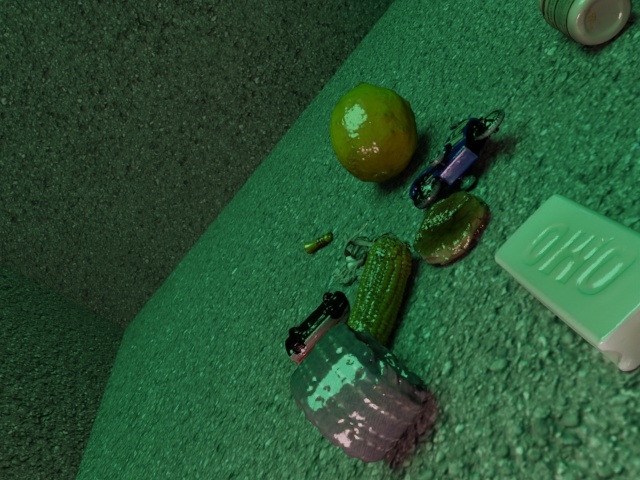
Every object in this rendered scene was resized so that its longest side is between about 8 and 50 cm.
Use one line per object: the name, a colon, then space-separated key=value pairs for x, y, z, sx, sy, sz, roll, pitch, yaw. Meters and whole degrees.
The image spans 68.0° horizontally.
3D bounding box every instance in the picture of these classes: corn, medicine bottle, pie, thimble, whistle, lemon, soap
corn: x=0.135 y=0.127 z=1.086 sx=0.115 sy=0.115 sz=0.318 roll=-18 pitch=47 yaw=54
medicine bottle: x=0.608 y=-0.554 z=1.116 sx=0.131 sy=0.131 sz=0.250 roll=-41 pitch=27 yaw=26
pie: x=0.297 y=-0.032 z=1.080 sx=0.195 sy=0.046 sz=0.195 roll=-40 pitch=27 yaw=26
thimble: x=0.070 y=0.271 z=0.882 sx=0.172 sy=0.205 sz=0.236 roll=-51 pitch=27 yaw=-1
whistle: x=0.001 y=0.005 z=1.610 sx=0.109 sy=0.057 sz=0.046 roll=-27 pitch=78 yaw=30
lemon: x=0.160 y=-0.328 z=1.447 sx=0.268 sy=0.268 sz=0.322 roll=-25 pitch=63 yaw=48
soap: x=0.404 y=0.047 z=0.716 sx=0.160 sy=0.087 sz=0.265 roll=-48 pitch=24 yaw=11

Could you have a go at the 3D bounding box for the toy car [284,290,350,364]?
toy car: x=0.009 y=0.227 z=1.191 sx=0.210 sy=0.108 sz=0.089 roll=-47 pitch=22 yaw=5

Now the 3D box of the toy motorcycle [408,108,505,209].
toy motorcycle: x=0.333 y=-0.207 z=1.186 sx=0.315 sy=0.113 sz=0.169 roll=-50 pitch=11 yaw=28

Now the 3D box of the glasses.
glasses: x=0.102 y=0.041 z=1.288 sx=0.255 sy=0.095 sz=0.162 roll=-14 pitch=53 yaw=59
